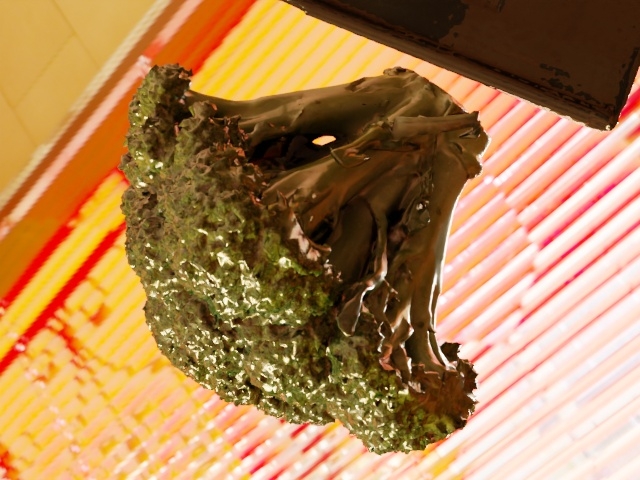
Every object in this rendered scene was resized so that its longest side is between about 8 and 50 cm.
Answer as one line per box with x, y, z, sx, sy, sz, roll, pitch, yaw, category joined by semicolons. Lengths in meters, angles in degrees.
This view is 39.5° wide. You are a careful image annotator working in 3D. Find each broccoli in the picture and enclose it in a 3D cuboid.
0.000;0.000;0.658;0.283;0.304;0.321;-45;-52;-1;broccoli

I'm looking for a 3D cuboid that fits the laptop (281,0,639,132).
0.089;-0.149;0.449;0.016;0.197;0.135;-132;61;-75;laptop
